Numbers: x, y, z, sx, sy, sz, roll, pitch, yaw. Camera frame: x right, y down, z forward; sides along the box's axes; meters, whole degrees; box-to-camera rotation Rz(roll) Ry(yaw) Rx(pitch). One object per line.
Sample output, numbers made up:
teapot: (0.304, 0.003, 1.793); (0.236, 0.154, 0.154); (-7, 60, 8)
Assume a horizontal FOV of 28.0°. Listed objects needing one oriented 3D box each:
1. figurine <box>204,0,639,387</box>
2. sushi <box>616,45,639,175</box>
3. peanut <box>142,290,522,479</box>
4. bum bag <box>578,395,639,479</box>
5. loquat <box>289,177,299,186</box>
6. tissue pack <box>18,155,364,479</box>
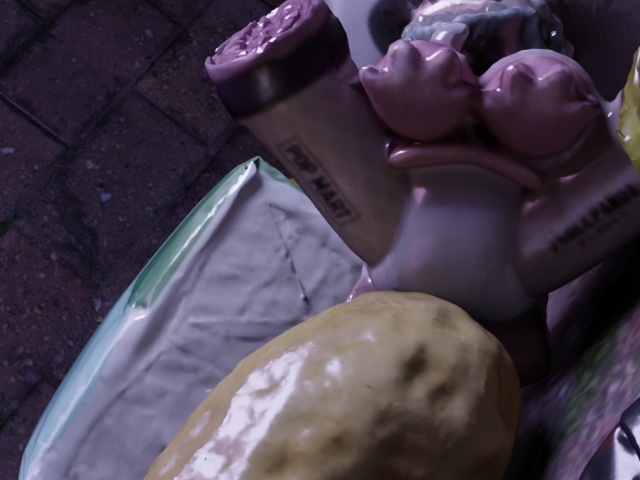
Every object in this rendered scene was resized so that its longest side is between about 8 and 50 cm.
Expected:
figurine: (0.088, -0.107, 0.711); (0.361, 0.253, 0.211); (-71, 0, -50)
sushi: (0.194, -0.116, 0.381); (0.291, 0.139, 0.131); (-51, 13, 0)
peanut: (-0.025, 0.150, 0.521); (0.319, 0.147, 0.147); (-46, 2, -24)
bum bag: (0.112, 0.066, 0.414); (0.124, 0.034, 0.058); (-53, -9, -5)
loquat: (0.000, 0.000, 1.316); (0.163, 0.137, 0.163); (-160, 90, -85)
tissue pack: (-0.077, 0.108, 0.941); (0.266, 0.194, 0.356); (-55, 5, -9)
